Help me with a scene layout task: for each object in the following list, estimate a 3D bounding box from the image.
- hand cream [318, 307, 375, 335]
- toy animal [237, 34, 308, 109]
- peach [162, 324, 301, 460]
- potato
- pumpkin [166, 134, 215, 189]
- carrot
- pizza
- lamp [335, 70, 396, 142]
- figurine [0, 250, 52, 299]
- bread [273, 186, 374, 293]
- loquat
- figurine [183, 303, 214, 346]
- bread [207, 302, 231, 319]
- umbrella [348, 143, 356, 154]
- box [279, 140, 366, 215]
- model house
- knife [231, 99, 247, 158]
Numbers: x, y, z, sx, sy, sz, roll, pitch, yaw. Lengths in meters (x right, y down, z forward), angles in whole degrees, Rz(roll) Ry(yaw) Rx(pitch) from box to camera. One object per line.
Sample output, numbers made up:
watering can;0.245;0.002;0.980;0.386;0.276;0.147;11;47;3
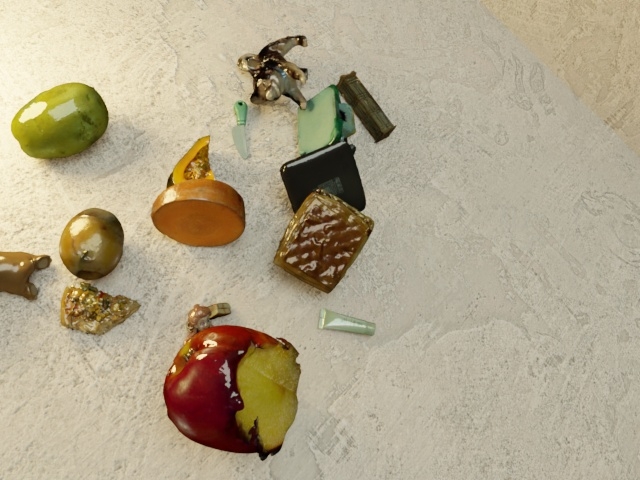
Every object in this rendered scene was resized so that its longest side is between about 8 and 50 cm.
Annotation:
hand cream;0.095;0.298;1.740;0.205;0.050;0.078;14;65;-9
toy animal;-0.200;-0.666;1.969;0.303;0.194;0.344;-1;47;3
peach;-0.224;0.425;1.386;0.416;0.353;0.339;32;59;-21
potato;-0.851;-0.393;1.608;0.216;0.216;0.304;47;59;5
pumpkin;-0.414;-0.220;1.730;0.190;0.139;0.280;33;63;1
carrot;-0.402;-0.087;1.617;0.307;0.258;0.100;6;47;-21
pizza;-0.680;0.212;1.483;0.226;0.069;0.147;20;60;-11
lamp;0.197;-0.590;2.147;0.089;0.090;0.325;-30;79;-28
figurine;-0.938;0.075;1.388;0.247;0.173;0.177;14;63;-13
bread;0.000;0.000;1.739;0.277;0.167;0.324;31;81;-14
loquat;-0.704;0.007;1.505;0.179;0.179;0.227;6;63;-18
figurine;-0.379;0.280;1.532;0.126;0.114;0.157;-27;94;-44
bread;-0.345;0.232;1.600;0.109;0.062;0.043;-14;74;-21
umbrella;0.102;-0.297;1.926;0.050;0.188;0.046;1;46;-16
box;0.015;-0.196;1.817;0.289;0.073;0.290;-26;115;-13
model house;0.067;-0.434;1.980;0.249;0.230;0.280;17;62;-41
knife;-0.320;-0.441;1.927;0.063;0.034;0.260;2;70;-15
